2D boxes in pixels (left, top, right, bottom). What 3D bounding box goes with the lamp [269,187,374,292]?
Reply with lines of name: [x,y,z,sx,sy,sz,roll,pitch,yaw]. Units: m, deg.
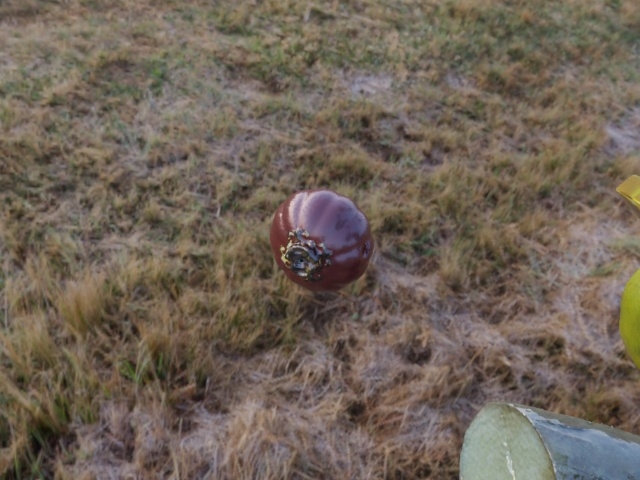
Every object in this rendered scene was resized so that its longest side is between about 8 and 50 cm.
lamp: [0.000,0.000,0.691,0.101,0.101,0.090,28,32,9]

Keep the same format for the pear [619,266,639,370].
pear: [0.214,0.045,0.415,0.097,0.092,0.092,19,32,-45]

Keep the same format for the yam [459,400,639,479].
yam: [0.300,0.272,0.738,0.305,0.168,0.168,16,41,-7]

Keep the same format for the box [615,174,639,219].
box: [0.299,0.019,0.581,0.156,0.022,0.089,46,13,-15]
